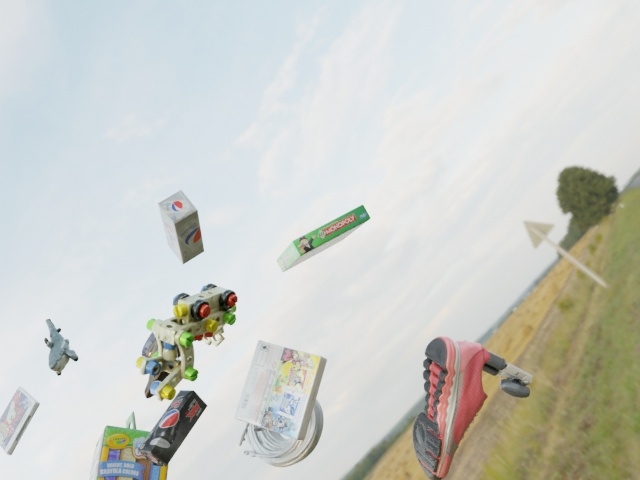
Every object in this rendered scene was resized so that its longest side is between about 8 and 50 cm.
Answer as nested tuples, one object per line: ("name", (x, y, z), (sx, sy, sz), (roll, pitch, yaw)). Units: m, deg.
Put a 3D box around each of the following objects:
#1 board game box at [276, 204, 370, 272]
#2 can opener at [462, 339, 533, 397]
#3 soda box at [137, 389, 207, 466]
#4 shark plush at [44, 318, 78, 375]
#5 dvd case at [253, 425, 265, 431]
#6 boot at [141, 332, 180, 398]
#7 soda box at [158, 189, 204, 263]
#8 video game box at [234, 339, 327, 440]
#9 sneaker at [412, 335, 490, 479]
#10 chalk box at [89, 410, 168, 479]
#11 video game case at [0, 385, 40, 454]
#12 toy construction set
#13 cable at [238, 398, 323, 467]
("board game box", (0.000, 0.000, 1.952), (0.213, 0.046, 0.317), (-27, -4, -15))
("can opener", (0.581, 0.434, 2.378), (0.076, 0.283, 0.095), (-57, 10, 40))
("soda box", (-0.327, 0.416, 1.589), (0.053, 0.060, 0.169), (-10, 35, 42))
("shark plush", (-0.651, 0.255, 1.763), (0.073, 0.161, 0.067), (-29, -34, 20))
("dvd case", (-0.139, 0.519, 2.099), (0.119, 0.013, 0.087), (-26, 22, 39))
("boot", (-0.519, 0.384, 2.246), (0.219, 0.106, 0.082), (-60, -22, 9))
("soda box", (-0.452, -0.038, 2.335), (0.091, 0.098, 0.286), (-34, -22, -20))
("video game box", (-0.097, 0.364, 1.751), (0.048, 0.187, 0.205), (35, -111, -56))
("sneaker", (0.281, 0.352, 1.463), (0.116, 0.136, 0.314), (-142, 57, -67))
("chalk box", (-0.503, 0.601, 1.870), (0.180, 0.179, 0.289), (127, 152, -48))
("video game case", (-1.020, 0.597, 2.380), (0.023, 0.201, 0.183), (36, -106, -35))
("toy construction set", (-0.293, 0.220, 1.681), (0.327, 0.151, 0.215), (-38, -42, -69))
("cable", (-0.111, 0.568, 2.208), (0.089, 0.257, 0.257), (29, -104, -56))
